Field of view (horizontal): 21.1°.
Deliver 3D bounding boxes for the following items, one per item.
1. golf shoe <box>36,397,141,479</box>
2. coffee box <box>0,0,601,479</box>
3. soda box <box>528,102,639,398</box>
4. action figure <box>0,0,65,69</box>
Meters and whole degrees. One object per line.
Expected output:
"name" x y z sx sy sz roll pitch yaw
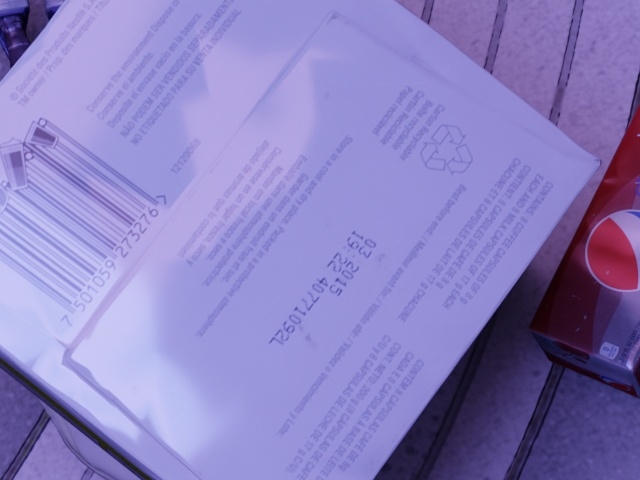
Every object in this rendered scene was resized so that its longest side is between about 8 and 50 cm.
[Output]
"golf shoe" -0.209 0.092 1.412 0.115 0.140 0.306 -45 64 -3
"coffee box" -0.061 0.004 1.218 0.338 0.334 0.337 37 79 2
"soda box" 0.260 -0.018 1.320 0.092 0.083 0.263 23 78 25
"action figure" -0.228 -0.122 1.510 0.185 0.099 0.285 -7 63 -16
